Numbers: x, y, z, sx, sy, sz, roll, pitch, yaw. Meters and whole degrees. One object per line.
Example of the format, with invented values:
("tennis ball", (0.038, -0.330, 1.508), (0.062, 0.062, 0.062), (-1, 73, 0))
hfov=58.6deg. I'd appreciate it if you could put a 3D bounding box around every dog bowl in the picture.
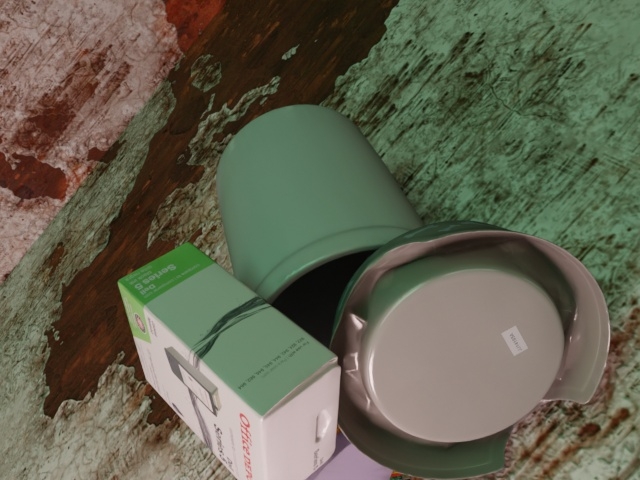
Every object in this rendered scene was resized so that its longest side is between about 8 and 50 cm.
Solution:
("dog bowl", (0.173, 0.132, 0.723), (0.349, 0.349, 0.102), (-44, 20, 11))

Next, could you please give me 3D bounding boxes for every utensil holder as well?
("utensil holder", (0.000, 0.000, 0.953), (0.328, 0.328, 0.385), (-40, 43, 15))

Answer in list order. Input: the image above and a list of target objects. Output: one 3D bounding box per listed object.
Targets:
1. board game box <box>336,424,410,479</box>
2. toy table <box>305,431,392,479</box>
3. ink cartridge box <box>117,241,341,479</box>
("board game box", (0.022, 0.339, 0.935), (0.260, 0.030, 0.136), (-22, 54, 29))
("toy table", (-0.037, 0.345, 0.807), (0.161, 0.252, 0.274), (17, 35, 42))
("ink cartridge box", (-0.114, 0.159, 0.704), (0.115, 0.198, 0.273), (-32, 49, -34))
